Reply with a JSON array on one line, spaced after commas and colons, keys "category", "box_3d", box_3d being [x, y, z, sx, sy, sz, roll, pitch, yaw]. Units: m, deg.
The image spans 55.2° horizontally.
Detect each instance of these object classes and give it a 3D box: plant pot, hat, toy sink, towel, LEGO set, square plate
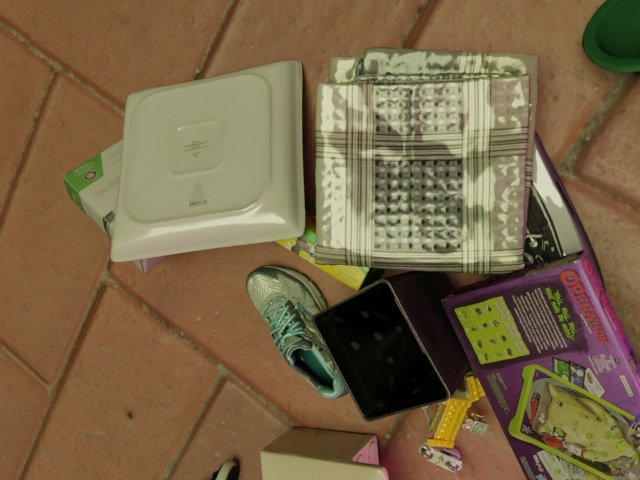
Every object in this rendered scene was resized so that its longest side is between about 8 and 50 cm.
[{"category": "plant pot", "box_3d": [0.134, 0.145, 0.957, 0.187, 0.167, 0.188, -34, 83, 46]}, {"category": "hat", "box_3d": [0.498, -0.245, 0.862, 0.173, 0.183, 0.208, -40, 39, 14]}, {"category": "toy sink", "box_3d": [0.031, 0.427, 1.067, 0.234, 0.131, 0.152, -3, 95, 27]}, {"category": "towel", "box_3d": [0.145, -0.117, 0.880, 0.313, 0.056, 0.324, 3, 91, 14]}, {"category": "LEGO set", "box_3d": [0.248, 0.235, 0.995, 0.132, 0.107, 0.287, 33, 105, -20]}, {"category": "square plate", "box_3d": [-0.199, -0.148, 1.043, 0.348, 0.049, 0.343, -8, 66, 14]}]

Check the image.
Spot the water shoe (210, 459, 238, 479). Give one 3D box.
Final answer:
[{"category": "water shoe", "box_3d": [-0.230, 0.513, 1.213, 0.080, 0.073, 0.203, 27, 104, 20]}]

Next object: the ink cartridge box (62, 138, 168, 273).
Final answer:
[{"category": "ink cartridge box", "box_3d": [-0.339, -0.070, 1.142, 0.219, 0.160, 0.092, 44, 153, 12]}]

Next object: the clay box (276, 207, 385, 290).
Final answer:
[{"category": "clay box", "box_3d": [0.000, 0.000, 1.034, 0.222, 0.127, 0.053, 31, 106, 16]}]

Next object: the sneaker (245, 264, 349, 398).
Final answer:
[{"category": "sneaker", "box_3d": [-0.034, 0.155, 1.067, 0.283, 0.122, 0.110, 46, 110, 12]}]

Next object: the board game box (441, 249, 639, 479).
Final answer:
[{"category": "board game box", "box_3d": [0.331, 0.202, 0.842, 0.208, 0.056, 0.346, -22, 95, 43]}]

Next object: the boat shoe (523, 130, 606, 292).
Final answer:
[{"category": "boat shoe", "box_3d": [0.326, -0.014, 0.910, 0.105, 0.113, 0.306, -26, 83, 29]}]
